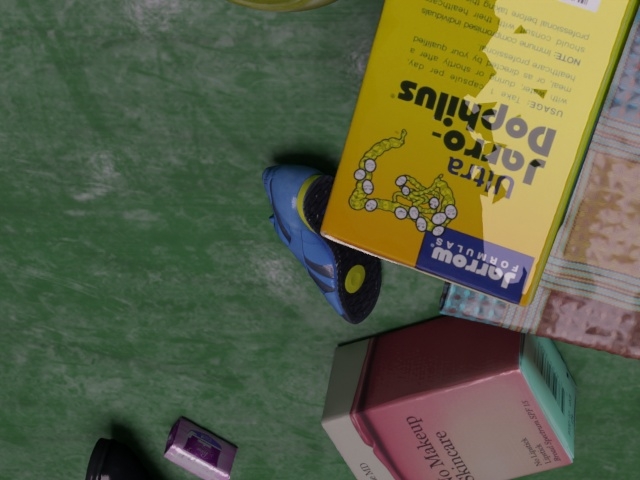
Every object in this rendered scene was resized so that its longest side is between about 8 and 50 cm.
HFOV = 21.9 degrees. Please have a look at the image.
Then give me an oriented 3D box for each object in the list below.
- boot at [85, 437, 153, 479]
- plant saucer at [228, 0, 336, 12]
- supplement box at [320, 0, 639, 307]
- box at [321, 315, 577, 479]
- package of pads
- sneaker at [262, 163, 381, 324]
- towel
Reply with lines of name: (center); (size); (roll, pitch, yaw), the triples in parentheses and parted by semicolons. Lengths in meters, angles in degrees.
boot: (-0.156, 0.330, 1.961); (0.207, 0.094, 0.246); (3, 134, 13)
plant saucer: (-0.072, -0.281, 1.456); (0.241, 0.037, 0.241); (21, 149, 13)
supplement box: (0.153, -0.160, 1.405); (0.195, 0.194, 0.357); (20, 116, 8)
box: (0.139, 0.175, 1.766); (0.232, 0.127, 0.149); (-18, 122, 23)
package of pads: (-0.139, 0.247, 1.924); (0.083, 0.050, 0.032); (31, 126, -14)
sneaker: (0.000, 0.000, 1.709); (0.082, 0.069, 0.209); (19, 147, 40)
towel: (0.279, -0.063, 1.560); (0.271, 0.040, 0.370); (13, 115, 0)
